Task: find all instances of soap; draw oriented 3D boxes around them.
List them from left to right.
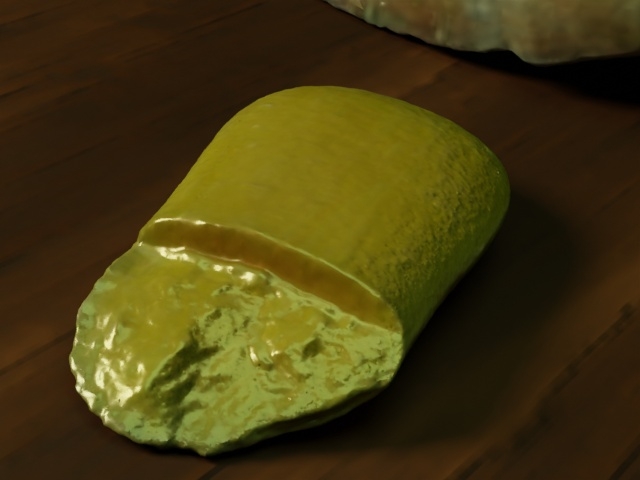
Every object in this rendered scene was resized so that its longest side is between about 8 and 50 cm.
[{"bbox_3d":[0.000,0.000,0.379,0.089,0.033,0.168,16,34,11],"label":"soap"}]

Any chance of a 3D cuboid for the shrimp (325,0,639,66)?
[{"bbox_3d":[0.023,-0.193,0.594,0.446,0.110,0.221,18,74,27],"label":"shrimp"}]
